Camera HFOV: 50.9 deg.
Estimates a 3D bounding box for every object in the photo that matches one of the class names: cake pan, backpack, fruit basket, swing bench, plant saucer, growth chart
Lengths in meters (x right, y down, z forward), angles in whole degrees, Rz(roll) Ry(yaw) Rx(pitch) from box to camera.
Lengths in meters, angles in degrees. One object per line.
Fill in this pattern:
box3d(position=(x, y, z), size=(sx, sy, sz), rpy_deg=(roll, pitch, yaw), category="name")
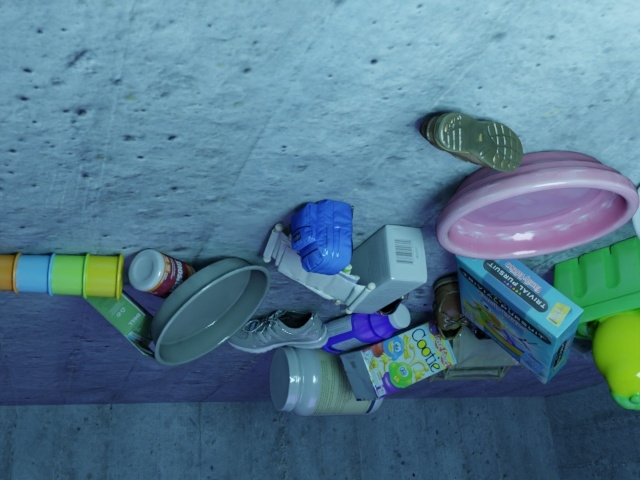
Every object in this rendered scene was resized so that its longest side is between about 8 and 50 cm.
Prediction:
box3d(position=(-0.233, 0.144, 1.405), size=(0.293, 0.054, 0.293), rpy_deg=(-36, 158, -18), category="cake pan")
box3d(position=(0.000, 0.000, 1.180), size=(0.101, 0.120, 0.098), rpy_deg=(6, 157, -25), category="backpack")
box3d(position=(0.702, 0.187, 1.464), size=(0.283, 0.391, 0.392), rpy_deg=(12, 153, -36), category="fruit basket")
box3d(position=(0.479, 0.330, 2.051), size=(0.254, 0.165, 0.254), rpy_deg=(1, 158, -12), category="swing bench")
box3d(position=(0.361, -0.059, 1.154), size=(0.333, 0.084, 0.332), rpy_deg=(-3, 159, -1), category="plant saucer")
box3d(position=(-0.007, 0.059, 1.311), size=(0.237, 0.021, 0.172), rpy_deg=(32, 148, -7), category="growth chart")

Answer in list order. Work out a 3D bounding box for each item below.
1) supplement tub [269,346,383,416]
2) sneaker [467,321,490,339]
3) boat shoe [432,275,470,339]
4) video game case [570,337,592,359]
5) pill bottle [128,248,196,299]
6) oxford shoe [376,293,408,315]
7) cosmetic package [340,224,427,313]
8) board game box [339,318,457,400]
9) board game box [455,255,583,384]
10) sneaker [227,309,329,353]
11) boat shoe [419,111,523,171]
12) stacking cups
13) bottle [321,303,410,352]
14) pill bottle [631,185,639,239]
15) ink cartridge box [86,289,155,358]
box3d(position=(0.021, 0.442, 2.148), size=(0.325, 0.235, 0.235), rpy_deg=(5, 157, -22), category="supplement tub")
box3d(position=(0.470, 0.229, 1.856), size=(0.234, 0.106, 0.078), rpy_deg=(23, -171, -44), category="sneaker")
box3d(position=(0.346, 0.177, 1.716), size=(0.111, 0.104, 0.307), rpy_deg=(-5, 158, 7), category="boat shoe")
box3d(position=(0.715, 0.224, 1.772), size=(0.194, 0.023, 0.212), rpy_deg=(-28, -165, -6), category="video game case")
box3d(position=(-0.308, 0.077, 1.362), size=(0.086, 0.086, 0.152), rpy_deg=(-14, 157, 24), category="pill bottle")
box3d(position=(0.123, 0.134, 1.571), size=(0.097, 0.098, 0.271), rpy_deg=(4, 157, -21), category="oxford shoe")
box3d(position=(0.120, 0.065, 1.375), size=(0.086, 0.117, 0.231), rpy_deg=(7, 157, -21), category="cosmetic package")
box3d(position=(0.221, 0.338, 1.909), size=(0.276, 0.142, 0.144), rpy_deg=(-18, 174, -26), category="board game box")
box3d(position=(0.414, 0.154, 1.436), size=(0.079, 0.254, 0.336), rpy_deg=(-43, 151, -9), category="board game box")
box3d(position=(-0.122, 0.227, 1.811), size=(0.282, 0.105, 0.115), rpy_deg=(-6, 129, 9), category="sneaker")
box3d(position=(0.217, -0.142, 0.958), size=(0.178, 0.064, 0.060), rpy_deg=(13, -177, -33), category="boat shoe")
box3d(position=(-0.544, 0.057, 1.290), size=(0.317, 0.095, 0.096), rpy_deg=(6, 157, -12), category="stacking cups")
box3d(position=(0.120, 0.240, 1.849), size=(0.118, 0.092, 0.283), rpy_deg=(8, 156, -42), category="bottle")
box3d(position=(0.683, -0.048, 1.176), size=(0.230, 0.131, 0.131), rpy_deg=(0, 158, -13), category="pill bottle")
box3d(position=(-0.404, 0.164, 1.428), size=(0.209, 0.062, 0.109), rpy_deg=(37, 170, 20), category="ink cartridge box")
